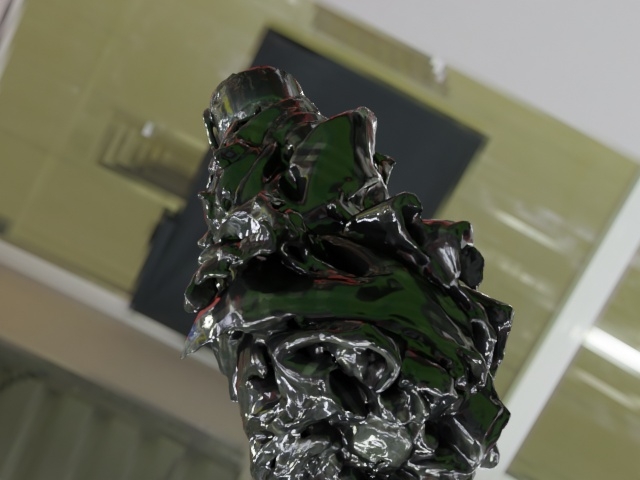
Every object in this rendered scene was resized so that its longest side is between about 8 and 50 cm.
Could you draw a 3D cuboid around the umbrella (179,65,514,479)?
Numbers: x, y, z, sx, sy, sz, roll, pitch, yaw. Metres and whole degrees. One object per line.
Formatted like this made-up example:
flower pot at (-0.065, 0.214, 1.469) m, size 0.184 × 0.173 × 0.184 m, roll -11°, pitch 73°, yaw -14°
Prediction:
umbrella at (0.012, 0.002, 0.973) m, size 0.154 × 0.128 × 0.336 m, roll 12°, pitch -151°, yaw -7°
